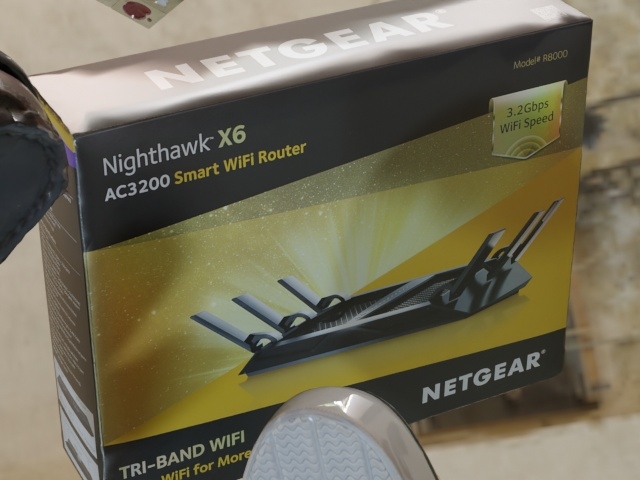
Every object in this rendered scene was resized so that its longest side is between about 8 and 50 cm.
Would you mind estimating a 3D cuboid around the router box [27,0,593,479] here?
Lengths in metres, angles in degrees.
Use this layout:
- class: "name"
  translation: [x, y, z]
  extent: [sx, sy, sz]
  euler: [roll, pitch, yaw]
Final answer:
- class: "router box"
  translation: [0.000, 0.000, 0.899]
  extent: [0.081, 0.309, 0.242]
  euler: [44, 143, 50]

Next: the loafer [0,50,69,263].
- class: "loafer"
  translation: [-0.189, 0.056, 0.440]
  extent: [0.095, 0.302, 0.109]
  euler: [43, 159, 36]

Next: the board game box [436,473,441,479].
- class: "board game box"
  translation: [0.070, 0.281, 1.130]
  extent: [0.193, 0.147, 0.045]
  euler: [55, -170, 7]

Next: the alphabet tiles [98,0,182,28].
- class: "alphabet tiles"
  translation: [-0.171, -0.255, 1.255]
  extent: [0.237, 0.198, 0.009]
  euler: [-23, 44, 57]

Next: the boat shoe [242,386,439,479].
- class: "boat shoe"
  translation: [0.049, 0.210, 0.813]
  extent: [0.119, 0.121, 0.335]
  euler: [-41, -56, -49]
